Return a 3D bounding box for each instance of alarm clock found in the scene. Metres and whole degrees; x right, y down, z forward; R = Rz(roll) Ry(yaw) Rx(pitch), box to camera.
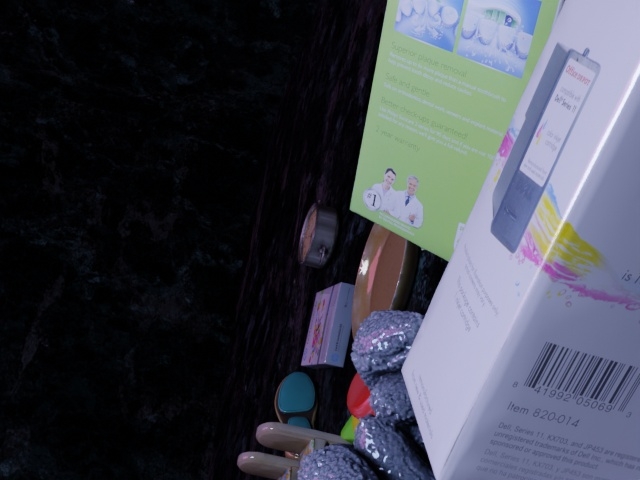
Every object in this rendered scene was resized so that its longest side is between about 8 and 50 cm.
[{"bbox_3d":[0.000,0.000,1.817,0.192,0.064,0.129,-97,24,-67],"label":"alarm clock"}]

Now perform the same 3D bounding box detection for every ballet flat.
[{"bbox_3d":[-0.044,0.331,1.598,0.232,0.080,0.073,-93,6,-61],"label":"ballet flat"}]

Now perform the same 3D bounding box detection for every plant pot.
[{"bbox_3d":[0.100,0.051,1.347,0.236,0.032,0.236,-166,90,-79],"label":"plant pot"}]

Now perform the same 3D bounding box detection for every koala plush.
[{"bbox_3d":[0.138,0.173,0.739,0.221,0.203,0.196,-13,49,54],"label":"koala plush"}]

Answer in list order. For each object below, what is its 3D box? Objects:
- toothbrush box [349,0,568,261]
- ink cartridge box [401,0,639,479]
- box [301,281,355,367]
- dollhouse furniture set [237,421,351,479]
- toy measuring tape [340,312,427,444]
[{"bbox_3d":[0.146,-0.146,0.592,0.206,0.122,0.283,-24,-47,-45],"label":"toothbrush box"},{"bbox_3d":[0.205,-0.020,0.467,0.119,0.207,0.354,-99,28,-63],"label":"ink cartridge box"},{"bbox_3d":[0.016,0.157,1.612,0.186,0.038,0.145,145,138,-75],"label":"box"},{"bbox_3d":[-0.141,0.512,1.373,0.394,0.256,0.362,119,161,-53],"label":"dollhouse furniture set"},{"bbox_3d":[0.122,0.119,0.911,0.330,0.121,0.121,-57,12,2],"label":"toy measuring tape"}]
